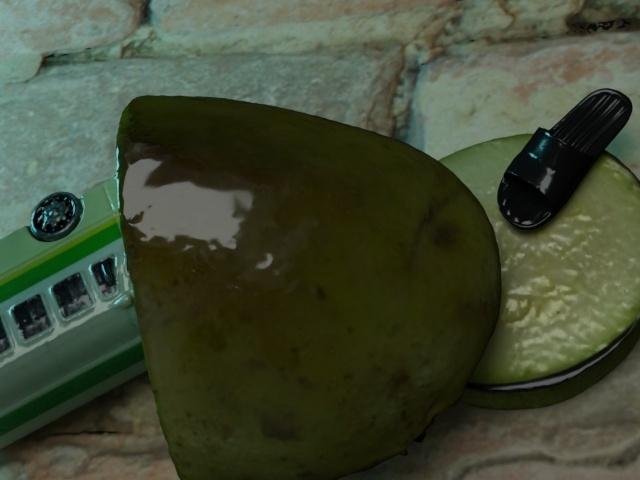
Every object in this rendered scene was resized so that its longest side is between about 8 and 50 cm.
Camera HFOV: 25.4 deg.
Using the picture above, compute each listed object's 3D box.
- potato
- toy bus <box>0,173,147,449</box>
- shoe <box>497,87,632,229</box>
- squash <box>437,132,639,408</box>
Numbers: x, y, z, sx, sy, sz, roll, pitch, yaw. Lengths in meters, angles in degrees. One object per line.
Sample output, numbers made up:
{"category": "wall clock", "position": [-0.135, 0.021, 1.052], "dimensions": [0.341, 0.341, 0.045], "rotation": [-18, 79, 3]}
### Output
{"category": "potato", "position": [0.000, 0.000, 1.106], "dimensions": [0.280, 0.213, 0.330], "rotation": [-7, 54, 4]}
{"category": "toy bus", "position": [-0.241, 0.071, 1.278], "dimensions": [0.276, 0.134, 0.165], "rotation": [-28, 53, 3]}
{"category": "shoe", "position": [0.206, -0.081, 1.205], "dimensions": [0.062, 0.053, 0.159], "rotation": [35, 71, 29]}
{"category": "squash", "position": [0.168, 0.024, 1.211], "dimensions": [0.252, 0.049, 0.252], "rotation": [-8, 57, 13]}
